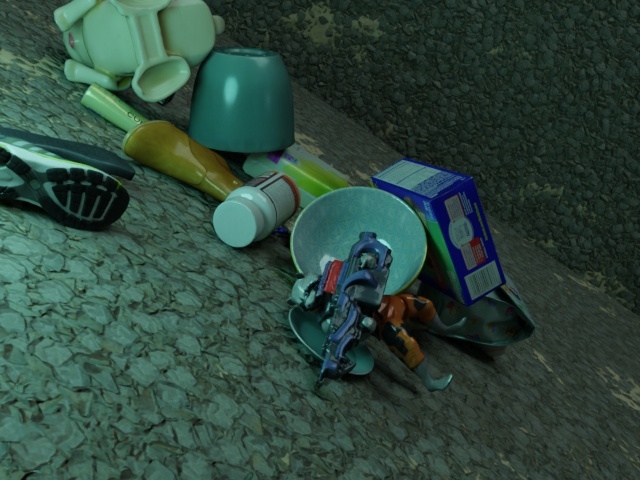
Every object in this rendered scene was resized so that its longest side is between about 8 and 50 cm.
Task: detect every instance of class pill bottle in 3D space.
[{"bbox_3d":[-0.136,-0.069,1.520,0.121,0.121,0.221,36,29,6],"label":"pill bottle"}]

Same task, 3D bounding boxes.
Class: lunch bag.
[{"bbox_3d":[0.393,0.146,1.756,0.262,0.160,0.223,10,22,-3],"label":"lunch bag"}]

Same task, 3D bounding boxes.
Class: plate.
[{"bbox_3d":[0.016,0.190,1.309,0.188,0.024,0.188,31,18,-11],"label":"plate"}]

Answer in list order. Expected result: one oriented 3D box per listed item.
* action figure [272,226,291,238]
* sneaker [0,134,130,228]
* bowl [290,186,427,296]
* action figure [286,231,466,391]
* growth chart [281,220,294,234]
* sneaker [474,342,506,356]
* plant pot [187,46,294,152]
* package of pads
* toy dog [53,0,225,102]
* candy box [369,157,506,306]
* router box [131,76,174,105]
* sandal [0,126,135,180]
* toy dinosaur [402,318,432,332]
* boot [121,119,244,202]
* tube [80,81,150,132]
[{"bbox_3d":[-0.085,-0.022,1.666,0.115,0.030,0.038,23,18,-37],"label":"action figure"},{"bbox_3d":[-0.453,-0.111,1.145,0.299,0.111,0.121,23,17,-37],"label":"sneaker"},{"bbox_3d":[0.081,0.043,1.528,0.289,0.289,0.156,43,-23,25],"label":"bowl"},{"bbox_3d":[0.084,0.169,1.286,0.330,0.179,0.341,29,47,3],"label":"action figure"},{"bbox_3d":[0.000,0.000,1.717,0.172,0.021,0.237,49,19,1],"label":"growth chart"},{"bbox_3d":[0.407,0.256,1.780,0.134,0.070,0.051,9,28,21],"label":"sneaker"},{"bbox_3d":[-0.206,-0.385,1.872,0.292,0.235,0.293,4,23,-2],"label":"plant pot"},{"bbox_3d":[-0.062,-0.187,2.004,0.296,0.101,0.229,32,20,-7],"label":"package of pads"},{"bbox_3d":[-0.488,-0.537,1.788,0.407,0.285,0.395,10,38,40],"label":"toy dog"},{"bbox_3d":[0.258,-0.029,1.614,0.268,0.122,0.317,67,-12,-20],"label":"candy box"},{"bbox_3d":[-0.483,-0.440,2.021,0.122,0.038,0.092,31,19,-9],"label":"router box"},{"bbox_3d":[-0.474,-0.151,1.308,0.254,0.055,0.097,13,19,-27],"label":"sandal"},{"bbox_3d":[0.185,0.181,1.602,0.183,0.053,0.093,11,44,-35],"label":"toy dinosaur"},{"bbox_3d":[-0.280,-0.160,1.560,0.211,0.104,0.295,40,15,19],"label":"boot"},{"bbox_3d":[-0.445,-0.282,1.664,0.240,0.062,0.070,34,62,-18],"label":"tube"}]
